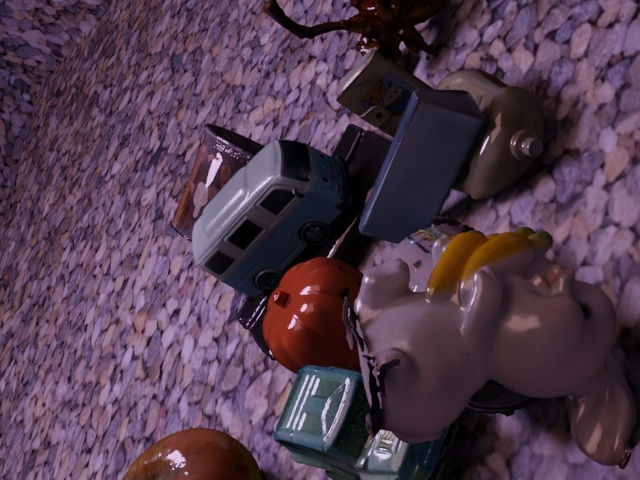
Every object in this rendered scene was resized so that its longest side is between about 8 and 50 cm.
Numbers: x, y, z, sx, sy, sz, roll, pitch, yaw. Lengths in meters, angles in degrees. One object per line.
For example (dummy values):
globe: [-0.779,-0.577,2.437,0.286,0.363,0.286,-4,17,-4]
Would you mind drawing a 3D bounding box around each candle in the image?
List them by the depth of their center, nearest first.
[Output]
candle: [0.170,0.076,1.427,0.187,0.187,0.330,-57,26,6]

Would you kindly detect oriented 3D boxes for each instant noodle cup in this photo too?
instant noodle cup: [-0.165,-0.085,2.106,0.207,0.217,0.217,-62,27,9]

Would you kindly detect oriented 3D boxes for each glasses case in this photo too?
glasses case: [0.143,-0.105,1.615,0.056,0.105,0.266,-80,9,-47]

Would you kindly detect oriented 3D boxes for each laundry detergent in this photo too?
laundry detergent: [0.239,-0.151,1.612,0.253,0.091,0.181,32,101,62]

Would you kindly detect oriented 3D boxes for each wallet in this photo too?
wallet: [0.110,-0.236,1.834,0.110,0.155,0.039,-47,32,24]
wallet: [-0.001,0.000,1.895,0.406,0.062,0.228,-59,28,4]

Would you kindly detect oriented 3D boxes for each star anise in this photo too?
star anise: [0.074,-0.401,1.907,0.148,0.346,0.237,-146,49,-77]

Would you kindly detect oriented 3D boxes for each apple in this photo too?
apple: [-0.201,0.417,1.698,0.261,0.194,0.261,-36,36,33]

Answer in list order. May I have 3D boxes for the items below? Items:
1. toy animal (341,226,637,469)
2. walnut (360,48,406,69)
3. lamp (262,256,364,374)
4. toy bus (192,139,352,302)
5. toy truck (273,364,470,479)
toy animal: [0.188,0.117,1.176,0.183,0.310,0.247,-137,41,-80]
walnut: [0.112,-0.317,1.994,0.079,0.082,0.096,-24,34,6]
lamp: [-0.005,0.115,1.689,0.187,0.163,0.188,-39,36,37]
toy bus: [-0.087,-0.044,1.838,0.271,0.164,0.133,-45,31,29]
toy truck: [0.062,0.249,1.465,0.279,0.156,0.155,-1,63,60]
